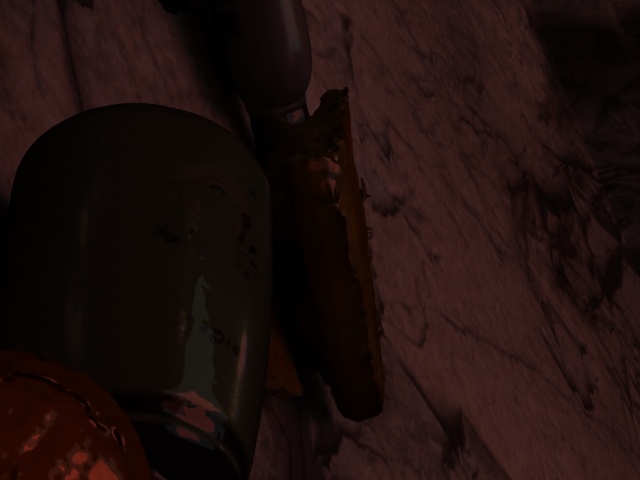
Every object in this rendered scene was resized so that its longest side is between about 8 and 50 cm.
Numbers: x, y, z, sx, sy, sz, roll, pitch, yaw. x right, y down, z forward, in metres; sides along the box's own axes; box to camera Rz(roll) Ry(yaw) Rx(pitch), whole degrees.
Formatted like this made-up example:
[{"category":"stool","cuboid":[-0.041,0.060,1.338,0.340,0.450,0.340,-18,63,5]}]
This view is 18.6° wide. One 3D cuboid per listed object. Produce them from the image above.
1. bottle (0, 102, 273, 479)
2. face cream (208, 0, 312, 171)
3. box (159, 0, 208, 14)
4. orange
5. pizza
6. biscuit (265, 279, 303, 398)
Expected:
[{"category":"bottle","cuboid":[-0.111,0.086,1.131,0.347,0.168,0.168,-91,155,-44]},{"category":"face cream","cuboid":[-0.053,-0.189,1.674,0.144,0.071,0.291,-150,-134,-70]},{"category":"box","cuboid":[-0.183,-0.397,1.186,0.420,0.138,0.373,58,0,31]},{"category":"orange","cuboid":[-0.163,0.145,0.908,0.161,0.193,0.193,138,-61,-66]},{"category":"pizza","cuboid":[0.000,0.000,1.604,0.323,0.089,0.223,79,4,-48]},{"category":"biscuit","cuboid":[-0.072,0.017,1.529,0.144,0.033,0.224,21,50,-70]}]
